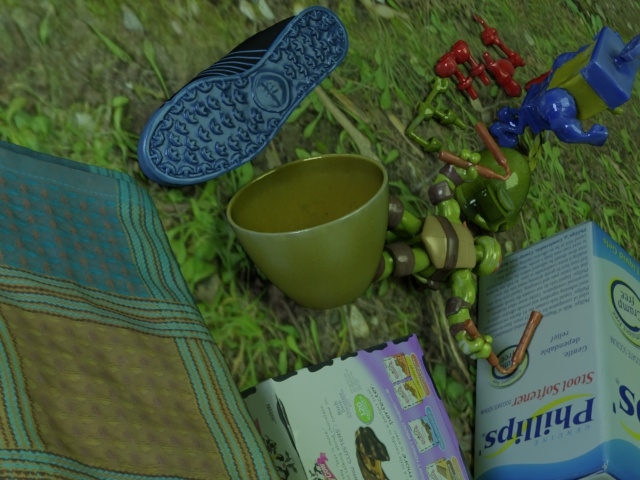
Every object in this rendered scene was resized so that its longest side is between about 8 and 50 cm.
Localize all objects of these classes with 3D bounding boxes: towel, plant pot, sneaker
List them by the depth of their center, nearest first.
[{"bbox_3d":[-0.152,0.050,0.562,0.271,0.040,0.370,19,27,-42],"label":"towel"},{"bbox_3d":[0.000,0.000,0.847,0.134,0.134,0.095,-55,137,-50],"label":"plant pot"},{"bbox_3d":[-0.072,-0.115,0.869,0.232,0.090,0.081,-41,103,-31],"label":"sneaker"}]

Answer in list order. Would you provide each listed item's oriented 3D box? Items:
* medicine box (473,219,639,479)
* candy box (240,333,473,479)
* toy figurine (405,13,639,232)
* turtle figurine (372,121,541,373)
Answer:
[{"bbox_3d":[0.297,0.177,1.050,0.263,0.149,0.289,37,43,-30],"label":"medicine box"},{"bbox_3d":[0.028,0.174,0.801,0.196,0.070,0.164,-8,74,-52],"label":"candy box"},{"bbox_3d":[0.275,-0.188,1.199,0.191,0.217,0.362,52,37,-13],"label":"toy figurine"},{"bbox_3d":[0.105,-0.007,0.993,0.217,0.087,0.269,14,66,-36],"label":"turtle figurine"}]
